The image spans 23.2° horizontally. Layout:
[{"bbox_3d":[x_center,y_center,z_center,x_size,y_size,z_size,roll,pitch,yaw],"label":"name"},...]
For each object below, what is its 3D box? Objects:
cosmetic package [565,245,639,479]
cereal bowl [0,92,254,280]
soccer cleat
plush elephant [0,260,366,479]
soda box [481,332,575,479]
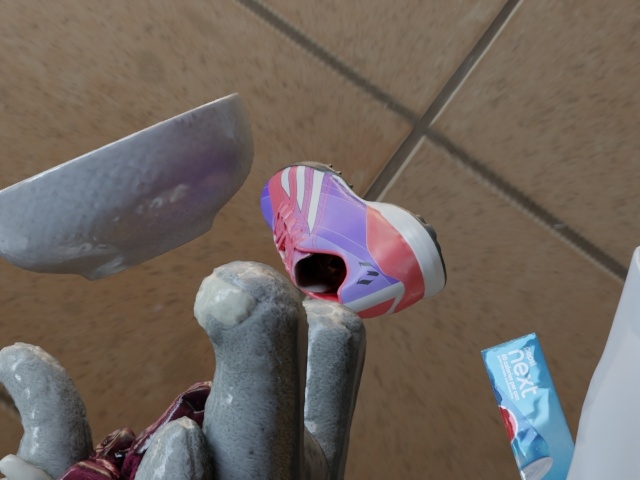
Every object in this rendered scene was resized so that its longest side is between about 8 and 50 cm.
[{"bbox_3d":[0.435,0.231,1.237,0.394,0.327,0.329,2,123,-10],"label":"cosmetic package"},{"bbox_3d":[-0.225,-0.048,1.821,0.339,0.339,0.141,-24,95,0],"label":"cereal bowl"},{"bbox_3d":[0.000,0.000,1.570,0.116,0.318,0.108,-26,117,-21],"label":"soccer cleat"},{"bbox_3d":[-0.125,0.170,1.010,0.255,0.272,0.330,5,90,13],"label":"plush elephant"},{"bbox_3d":[0.253,0.220,1.818,0.071,0.067,0.210,-19,57,6],"label":"soda box"}]
